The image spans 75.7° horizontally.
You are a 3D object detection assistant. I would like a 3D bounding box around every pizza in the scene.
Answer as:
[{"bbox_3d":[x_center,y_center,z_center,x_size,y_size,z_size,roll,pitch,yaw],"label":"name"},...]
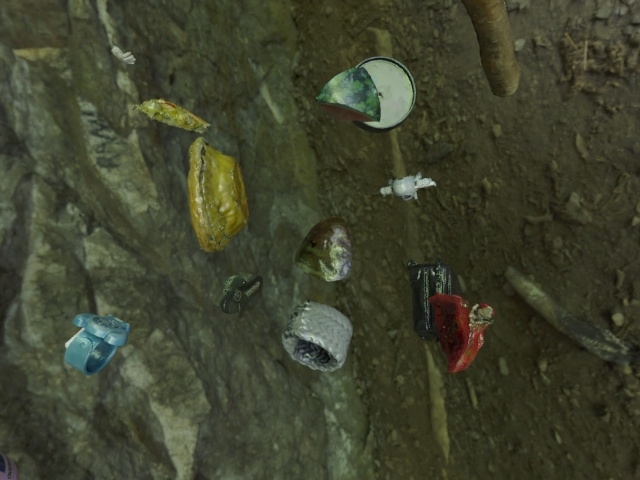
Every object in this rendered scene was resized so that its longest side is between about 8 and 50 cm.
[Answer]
[{"bbox_3d":[-0.569,-0.476,1.530,0.288,0.279,0.075,-64,-1,-75],"label":"pizza"}]

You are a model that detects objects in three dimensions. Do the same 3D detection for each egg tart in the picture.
[{"bbox_3d":[-0.335,-0.147,1.360,0.388,0.168,0.388,173,90,-86],"label":"egg tart"}]

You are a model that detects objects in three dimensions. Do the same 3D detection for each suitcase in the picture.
[{"bbox_3d":[0.494,0.269,1.770,0.345,0.188,0.340,34,-125,-61],"label":"suitcase"}]

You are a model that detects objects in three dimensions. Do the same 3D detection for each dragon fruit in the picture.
[{"bbox_3d":[0.470,0.269,1.306,0.212,0.134,0.262,119,151,-54],"label":"dragon fruit"}]

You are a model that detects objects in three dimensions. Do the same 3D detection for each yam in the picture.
[{"bbox_3d":[0.295,-0.358,0.710,0.299,0.066,0.066,32,-148,-51],"label":"yam"}]

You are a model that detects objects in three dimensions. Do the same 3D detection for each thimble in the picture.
[{"bbox_3d":[-0.011,0.338,1.443,0.245,0.217,0.157,48,-140,-24],"label":"thimble"}]

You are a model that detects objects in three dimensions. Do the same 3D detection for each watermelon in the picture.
[{"bbox_3d":[0.081,-0.426,1.320,0.202,0.207,0.136,99,151,-55],"label":"watermelon"}]

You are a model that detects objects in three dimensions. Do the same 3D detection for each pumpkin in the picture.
[{"bbox_3d":[0.000,0.000,1.362,0.312,0.169,0.148,-109,22,-67],"label":"pumpkin"}]

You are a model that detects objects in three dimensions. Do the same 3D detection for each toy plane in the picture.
[{"bbox_3d":[0.390,-0.233,1.837,0.244,0.244,0.118,-164,63,-78],"label":"toy plane"}]

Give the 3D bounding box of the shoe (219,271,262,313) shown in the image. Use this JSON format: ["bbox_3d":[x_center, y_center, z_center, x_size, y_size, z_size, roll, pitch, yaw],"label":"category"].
[{"bbox_3d":[-0.400,0.235,1.894,0.293,0.149,0.109,-38,-47,-56],"label":"shoe"}]

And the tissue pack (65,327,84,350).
[{"bbox_3d":[-0.965,0.449,1.693,0.106,0.099,0.149,-62,-9,-49],"label":"tissue pack"}]

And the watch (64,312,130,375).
[{"bbox_3d":[-0.824,0.387,1.517,0.193,0.210,0.211,-64,12,-2],"label":"watch"}]

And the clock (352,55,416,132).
[{"bbox_3d":[0.221,-0.549,1.546,0.055,0.280,0.281,-144,42,-85],"label":"clock"}]

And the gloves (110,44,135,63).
[{"bbox_3d":[-0.592,-0.553,1.222,0.037,0.080,0.044,-62,33,15],"label":"gloves"}]

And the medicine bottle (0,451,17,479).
[{"bbox_3d":[-0.787,0.480,0.829,0.291,0.178,0.178,82,169,-45],"label":"medicine bottle"}]
